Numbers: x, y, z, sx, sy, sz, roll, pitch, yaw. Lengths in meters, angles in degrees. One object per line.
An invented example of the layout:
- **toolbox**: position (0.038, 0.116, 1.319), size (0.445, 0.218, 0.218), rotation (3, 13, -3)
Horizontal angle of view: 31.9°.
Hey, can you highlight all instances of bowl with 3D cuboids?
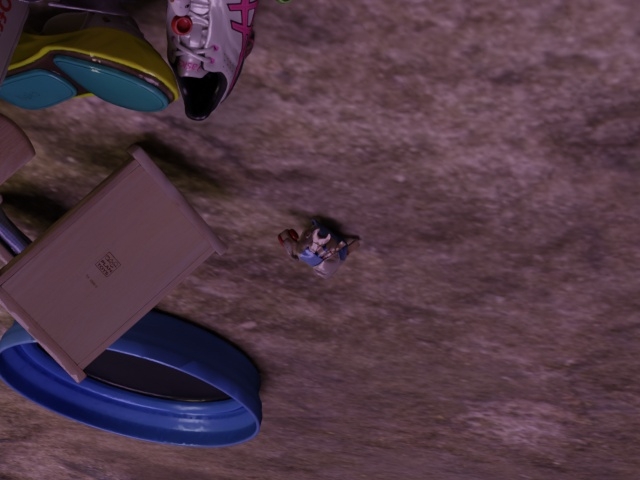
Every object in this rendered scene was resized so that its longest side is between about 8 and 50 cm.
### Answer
- **bowl**: position (-0.269, 0.195, 1.612), size (0.391, 0.077, 0.391), rotation (10, 153, 5)

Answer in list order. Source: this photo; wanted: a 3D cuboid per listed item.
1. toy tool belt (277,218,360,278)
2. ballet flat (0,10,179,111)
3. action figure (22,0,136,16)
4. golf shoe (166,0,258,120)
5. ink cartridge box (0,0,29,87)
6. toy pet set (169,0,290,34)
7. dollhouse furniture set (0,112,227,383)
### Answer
- **toy tool belt**: position (0.000, 0.000, 1.168), size (0.051, 0.052, 0.083), rotation (-39, 133, 19)
- **ballet flat**: position (-0.186, -0.149, 0.892), size (0.231, 0.077, 0.077), rotation (6, 157, 45)
- **action figure**: position (-0.196, -0.223, 0.747), size (0.185, 0.099, 0.285), rotation (2, 175, -11)
- **golf shoe**: position (-0.082, -0.165, 0.841), size (0.067, 0.086, 0.186), rotation (11, 151, 5)
- **ink cartridge box**: position (-0.345, -0.180, 0.842), size (0.092, 0.160, 0.219), rotation (-9, 145, 33)
- **toy pet set**: position (-0.051, -0.199, 0.739), size (0.122, 0.065, 0.114), rotation (-21, 115, -10)
- **dollhouse furniture set**: position (-0.282, -0.034, 1.200), size (0.286, 0.198, 0.303), rotation (51, 171, -20)
